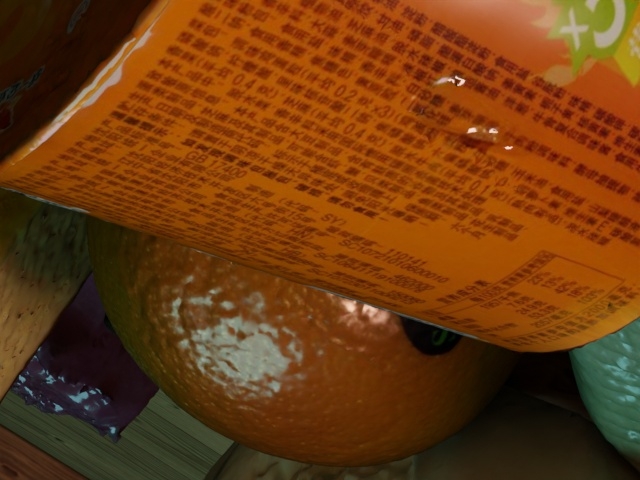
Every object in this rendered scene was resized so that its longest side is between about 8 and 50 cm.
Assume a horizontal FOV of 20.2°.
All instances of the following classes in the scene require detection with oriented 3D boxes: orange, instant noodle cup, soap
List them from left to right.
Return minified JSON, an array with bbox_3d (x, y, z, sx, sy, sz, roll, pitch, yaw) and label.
[{"bbox_3d":[-0.243,0.009,1.294,0.325,0.127,0.220,40,159,-28],"label":"soap"},{"bbox_3d":[0.000,0.000,0.767,0.206,0.206,0.206,27,163,9],"label":"orange"},{"bbox_3d":[0.019,-0.081,0.492,0.182,0.230,0.230,27,166,-26],"label":"instant noodle cup"}]

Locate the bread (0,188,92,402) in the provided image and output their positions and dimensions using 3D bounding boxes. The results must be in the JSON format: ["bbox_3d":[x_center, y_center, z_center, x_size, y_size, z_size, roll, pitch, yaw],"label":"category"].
[{"bbox_3d":[-0.284,-0.035,0.907,0.323,0.333,0.143,30,161,11],"label":"bread"}]

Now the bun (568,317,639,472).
[{"bbox_3d":[0.191,0.032,0.660,0.203,0.126,0.212,24,156,17],"label":"bun"}]

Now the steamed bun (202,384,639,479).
[{"bbox_3d":[0.100,0.274,0.891,0.371,0.290,0.456,39,167,-17],"label":"steamed bun"}]

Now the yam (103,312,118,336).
[{"bbox_3d":[-0.001,0.081,1.118,0.279,0.131,0.131,35,162,-14],"label":"yam"}]
